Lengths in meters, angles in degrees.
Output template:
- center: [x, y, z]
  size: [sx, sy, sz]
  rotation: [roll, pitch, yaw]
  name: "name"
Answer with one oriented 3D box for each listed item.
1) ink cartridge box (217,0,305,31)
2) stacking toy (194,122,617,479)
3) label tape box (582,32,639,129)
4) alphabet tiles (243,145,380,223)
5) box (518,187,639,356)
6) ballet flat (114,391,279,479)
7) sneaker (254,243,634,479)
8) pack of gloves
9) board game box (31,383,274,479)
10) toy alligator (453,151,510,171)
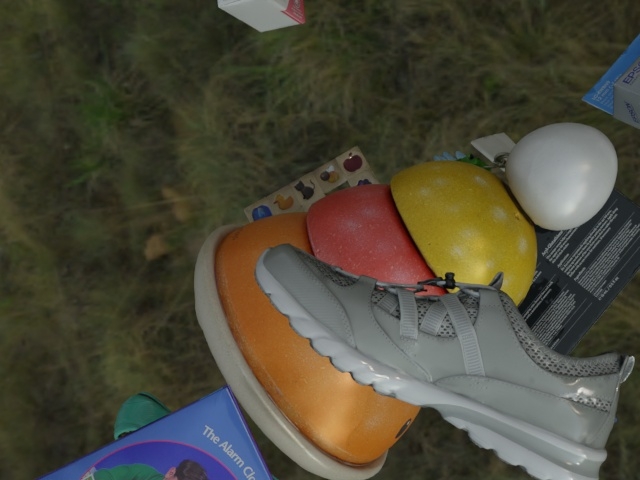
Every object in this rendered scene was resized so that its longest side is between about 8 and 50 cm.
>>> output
- center: [-0.104, -0.471, 1.635]
  size: [0.092, 0.158, 0.218]
  rotation: [-7, 83, 23]
  name: "ink cartridge box"
- center: [0.126, 0.026, 1.150]
  size: [0.479, 0.350, 0.351]
  rotation: [-34, 69, 19]
  name: "stacking toy"
- center: [0.570, -0.268, 1.471]
  size: [0.249, 0.115, 0.347]
  rotation: [-47, 43, -2]
  name: "label tape box"
- center: [0.000, 0.000, 1.475]
  size: [0.198, 0.237, 0.009]
  rotation: [61, 180, 12]
  name: "alphabet tiles"
- center: [0.310, 0.032, 1.354]
  size: [0.184, 0.103, 0.261]
  rotation: [39, 97, 6]
  name: "box"
- center: [-0.167, 0.298, 1.308]
  size: [0.247, 0.087, 0.083]
  rotation: [33, 140, 0]
  name: "ballet flat"
- center: [0.087, 0.066, 0.717]
  size: [0.281, 0.105, 0.115]
  rotation: [28, 88, 3]
  name: "sneaker"
- center: [0.319, -0.092, 1.780]
  size: [0.232, 0.195, 0.046]
  rotation: [51, 144, 35]
  name: "pack of gloves"
- center: [-0.118, 0.343, 0.944]
  size: [0.347, 0.233, 0.078]
  rotation: [64, 172, 5]
  name: "board game box"
- center: [0.177, -0.083, 1.242]
  size: [0.189, 0.056, 0.051]
  rotation: [-35, 35, 52]
  name: "toy alligator"
